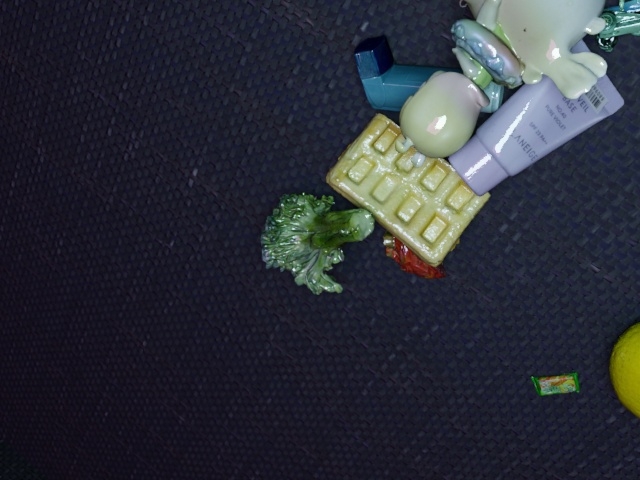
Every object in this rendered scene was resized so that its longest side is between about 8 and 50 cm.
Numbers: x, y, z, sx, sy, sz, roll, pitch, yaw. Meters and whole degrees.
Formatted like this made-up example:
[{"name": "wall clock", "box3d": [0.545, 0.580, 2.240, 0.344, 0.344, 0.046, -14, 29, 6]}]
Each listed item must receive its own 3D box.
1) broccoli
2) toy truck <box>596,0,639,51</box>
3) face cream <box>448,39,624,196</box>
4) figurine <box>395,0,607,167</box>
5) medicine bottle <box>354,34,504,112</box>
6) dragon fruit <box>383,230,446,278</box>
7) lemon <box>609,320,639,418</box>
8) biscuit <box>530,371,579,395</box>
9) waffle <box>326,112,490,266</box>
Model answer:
[{"name": "broccoli", "box3d": [-0.003, 0.018, 1.190, 0.275, 0.177, 0.198, 23, 113, 55]}, {"name": "toy truck", "box3d": [0.489, -0.345, 0.940, 0.154, 0.080, 0.077, -5, 81, 26]}, {"name": "face cream", "box3d": [0.346, -0.188, 1.035, 0.274, 0.096, 0.154, -40, 112, 19]}, {"name": "figurine", "box3d": [0.263, -0.263, 0.926, 0.394, 0.227, 0.274, -50, 57, 13]}, {"name": "medicine bottle", "box3d": [0.185, -0.278, 1.091, 0.259, 0.079, 0.124, 12, 132, 18]}, {"name": "dragon fruit", "box3d": [0.173, 0.017, 1.225, 0.106, 0.083, 0.162, -9, 109, 30]}, {"name": "lemon", "box3d": [0.587, 0.228, 1.065, 0.179, 0.178, 0.203, 7, 115, 22]}, {"name": "biscuit", "box3d": [0.464, 0.283, 1.235, 0.089, 0.016, 0.046, -15, 104, 29]}, {"name": "waffle", "box3d": [0.159, -0.095, 1.151, 0.274, 0.057, 0.168, 39, 88, 6]}]
